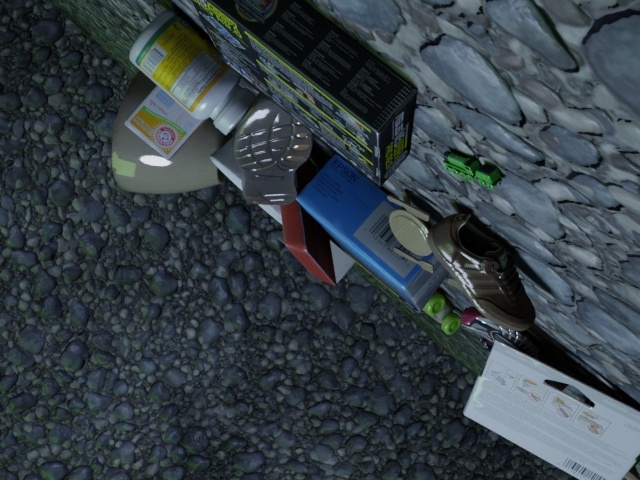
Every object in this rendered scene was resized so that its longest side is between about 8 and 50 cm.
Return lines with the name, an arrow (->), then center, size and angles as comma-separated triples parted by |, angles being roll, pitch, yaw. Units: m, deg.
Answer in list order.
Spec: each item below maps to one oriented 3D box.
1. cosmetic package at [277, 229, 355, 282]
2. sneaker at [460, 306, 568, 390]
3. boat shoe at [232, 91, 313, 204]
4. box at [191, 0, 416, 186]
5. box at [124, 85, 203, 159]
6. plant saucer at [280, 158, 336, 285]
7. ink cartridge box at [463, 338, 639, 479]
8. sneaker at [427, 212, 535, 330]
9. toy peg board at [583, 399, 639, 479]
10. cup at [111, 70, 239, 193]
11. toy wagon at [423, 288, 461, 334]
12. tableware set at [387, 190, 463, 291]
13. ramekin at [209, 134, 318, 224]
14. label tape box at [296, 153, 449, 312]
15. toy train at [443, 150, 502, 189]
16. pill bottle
cosmetic package -> 0.000, 0.000, 2.051 | 0.113, 0.160, 0.309 | 42, 178, -26
sneaker -> 0.376, 0.240, 1.355 | 0.299, 0.112, 0.121 | 43, 176, -22
boat shoe -> -0.078, -0.166, 1.101 | 0.123, 0.117, 0.324 | 6, 158, -9
box -> -0.017, -0.187, 0.767 | 0.270, 0.060, 0.216 | 40, 176, 11
box -> -0.282, -0.270, 1.378 | 0.114, 0.203, 0.103 | 42, 176, -12
plant saucer -> -0.034, -0.057, 1.347 | 0.258, 0.047, 0.259 | 53, -154, -68
ink cartridge box -> 0.427, 0.301, 1.233 | 0.296, 0.066, 0.261 | 27, 139, 19
sneaker -> 0.221, 0.042, 0.887 | 0.188, 0.066, 0.071 | 43, 144, -6
toy peg board -> 0.579, 0.380, 1.369 | 0.161, 0.079, 0.160 | 41, -168, 13
cup -> -0.343, -0.253, 1.738 | 0.236, 0.331, 0.331 | 16, 173, 6
toy wagon -> 0.216, 0.102, 1.737 | 0.267, 0.068, 0.344 | 37, 174, 42
tableware set -> 0.184, 0.002, 1.010 | 0.194, 0.039, 0.128 | 31, 149, 35
ramekin -> -0.111, -0.149, 1.591 | 0.277, 0.135, 0.277 | 40, 176, 4
label tape box -> 0.115, 0.004, 1.286 | 0.249, 0.115, 0.347 | 40, 179, 18
toy train -> 0.152, -0.073, 0.697 | 0.083, 0.017, 0.024 | 36, 164, 54
pill bottle -> -0.212, -0.283, 1.181 | 0.208, 0.117, 0.117 | 42, 176, -9
